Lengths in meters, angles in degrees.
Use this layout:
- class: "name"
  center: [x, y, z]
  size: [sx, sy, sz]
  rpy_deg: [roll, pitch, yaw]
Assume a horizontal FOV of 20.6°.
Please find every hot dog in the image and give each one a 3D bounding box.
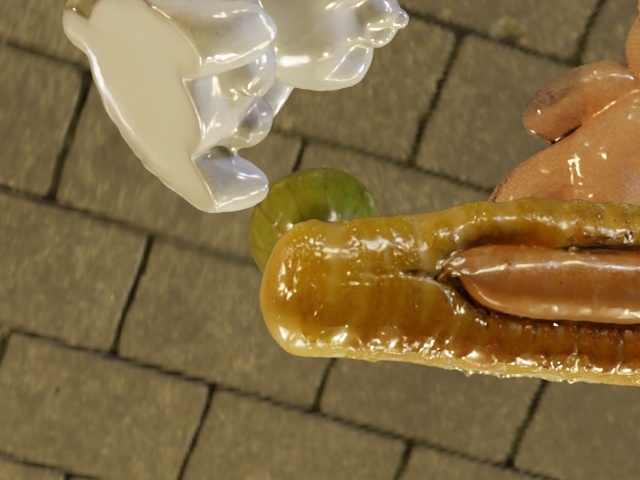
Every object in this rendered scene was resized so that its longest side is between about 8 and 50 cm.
- class: "hot dog"
  center: [0.055, 0.011, 0.410]
  size: [0.137, 0.028, 0.044]
  rpy_deg: [6, 82, -3]

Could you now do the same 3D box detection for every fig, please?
- class: "fig"
  center: [0.000, 0.000, 1.545]
  size: [0.124, 0.236, 0.124]
  rpy_deg: [0, 96, -3]

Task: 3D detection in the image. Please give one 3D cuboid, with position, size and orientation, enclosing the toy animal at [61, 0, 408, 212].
- class: "toy animal"
  center: [-0.052, -0.192, 1.411]
  size: [0.265, 0.206, 0.272]
  rpy_deg: [-43, 152, -27]

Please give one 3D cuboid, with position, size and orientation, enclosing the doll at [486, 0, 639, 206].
- class: "doll"
  center: [0.259, -0.066, 1.429]
  size: [0.303, 0.156, 0.201]
  rpy_deg: [-44, 77, 11]
